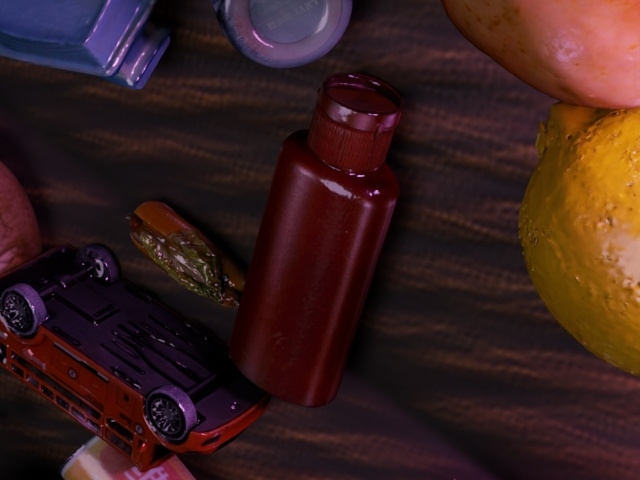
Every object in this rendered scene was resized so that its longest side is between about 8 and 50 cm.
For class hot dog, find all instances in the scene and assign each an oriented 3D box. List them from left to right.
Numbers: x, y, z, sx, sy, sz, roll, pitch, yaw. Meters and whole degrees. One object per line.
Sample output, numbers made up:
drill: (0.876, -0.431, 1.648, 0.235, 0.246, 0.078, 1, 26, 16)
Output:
hot dog: (-0.111, 0.014, 1.237, 0.133, 0.041, 0.056, 35, 128, 19)

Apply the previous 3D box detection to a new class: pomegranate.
pomegranate: (0.156, -0.182, 0.844, 0.209, 0.209, 0.209, 16, 119, 31)

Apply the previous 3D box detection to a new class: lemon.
lemon: (0.208, -0.004, 0.904, 0.206, 0.173, 0.173, 46, 130, 6)

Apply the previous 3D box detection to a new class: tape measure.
tape measure: (-0.049, -0.193, 1.102, 0.107, 0.104, 0.180, 57, 171, -29)

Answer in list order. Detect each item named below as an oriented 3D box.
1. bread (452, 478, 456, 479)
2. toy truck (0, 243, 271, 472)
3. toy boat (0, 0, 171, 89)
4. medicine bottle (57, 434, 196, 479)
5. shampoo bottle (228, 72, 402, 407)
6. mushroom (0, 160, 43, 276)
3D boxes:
bread: (0.074, 0.363, 1.127, 0.236, 0.183, 0.389, 31, 100, -6)
toy truck: (-0.165, 0.108, 1.279, 0.252, 0.107, 0.114, 32, 127, 23)
toy boat: (-0.215, -0.184, 1.200, 0.238, 0.098, 0.109, 23, 81, 37)
medicine bottle: (-0.065, 0.339, 1.312, 0.426, 0.108, 0.108, 48, 131, 9)
shampoo bottle: (0.000, 0.000, 1.134, 0.102, 0.064, 0.260, 34, 127, 24)
mushroom: (-0.330, 0.029, 1.369, 0.151, 0.156, 0.286, 19, 126, -4)
